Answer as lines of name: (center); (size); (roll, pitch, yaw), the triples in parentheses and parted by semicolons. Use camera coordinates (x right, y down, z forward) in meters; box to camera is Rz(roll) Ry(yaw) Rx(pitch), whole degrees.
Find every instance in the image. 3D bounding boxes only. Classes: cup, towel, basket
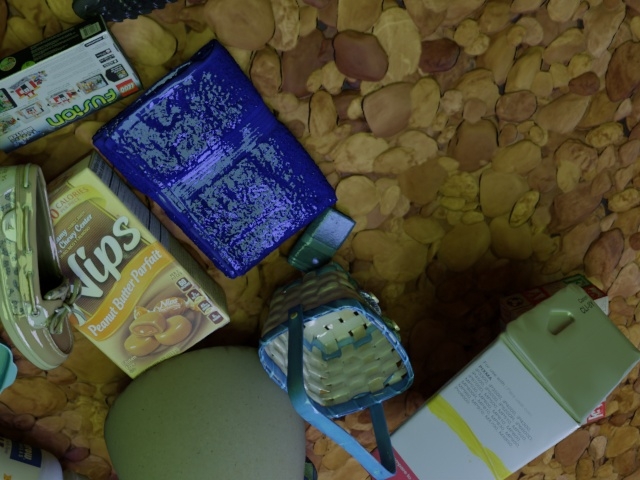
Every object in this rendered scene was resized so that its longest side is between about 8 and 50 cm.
cup: (-0.156, 0.366, 1.042); (0.331, 0.237, 0.330); (-14, 133, -15)
towel: (-0.142, -0.101, 0.958); (0.228, 0.076, 0.308); (-38, 118, 5)
towel: (0.000, 0.000, 1.071); (0.067, 0.029, 0.119); (30, 105, -27)
basket: (0.025, 0.189, 1.005); (0.201, 0.288, 0.254); (-25, 129, 19)

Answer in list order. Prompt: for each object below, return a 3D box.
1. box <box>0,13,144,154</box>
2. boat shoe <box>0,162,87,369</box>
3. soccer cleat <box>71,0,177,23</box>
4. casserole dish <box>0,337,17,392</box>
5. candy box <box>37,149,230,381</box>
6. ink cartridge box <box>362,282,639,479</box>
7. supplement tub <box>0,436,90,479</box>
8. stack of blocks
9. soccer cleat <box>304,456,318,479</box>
box: (-0.347, -0.197, 0.849); (0.207, 0.036, 0.114); (-26, 152, -2)
boat shoe: (-0.367, 0.041, 0.851); (0.090, 0.104, 0.285); (-11, 117, -3)
soccer cleat: (-0.180, -0.384, 0.813); (0.318, 0.108, 0.116); (-29, 90, 9)
casserole dish: (-0.560, 0.179, 1.002); (0.189, 0.037, 0.114); (17, 110, -21)
candy box: (-0.302, 0.047, 0.978); (0.183, 0.087, 0.316); (-35, 119, 5)
ink cartridge box: (0.285, 0.272, 1.064); (0.279, 0.160, 0.384); (-19, 152, -46)
supplement tub: (-0.548, 0.411, 1.003); (0.325, 0.235, 0.235); (29, 105, -25)
stack of blocks: (0.449, 0.230, 1.267); (0.171, 0.087, 0.297); (-16, 118, -7)
soccer cleat: (-0.131, 0.496, 1.203); (0.289, 0.121, 0.093); (-35, 111, -6)
